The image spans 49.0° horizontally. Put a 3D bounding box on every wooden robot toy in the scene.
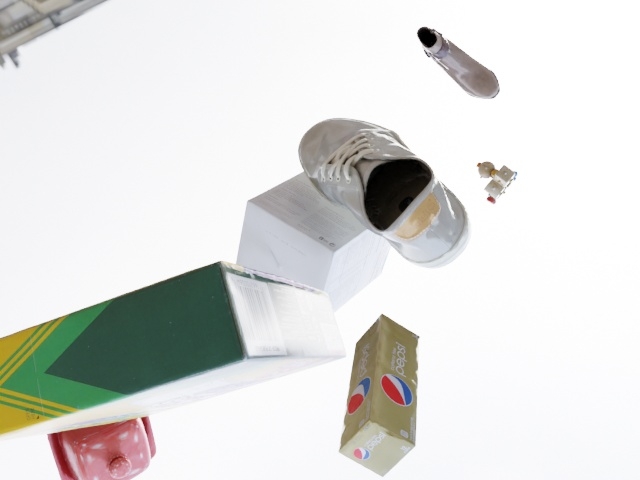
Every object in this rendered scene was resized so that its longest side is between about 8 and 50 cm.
[{"bbox_3d":[0.334,-0.122,1.381,0.079,0.173,0.076,39,-82,12],"label":"wooden robot toy"}]

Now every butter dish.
[{"bbox_3d":[-0.334,0.337,1.118,0.160,0.159,0.118,-19,-157,-27],"label":"butter dish"}]

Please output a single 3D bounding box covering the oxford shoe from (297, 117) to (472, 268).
[{"bbox_3d":[0.077,-0.113,1.151,0.169,0.130,0.449,-49,-140,6],"label":"oxford shoe"}]

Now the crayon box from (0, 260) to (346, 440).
[{"bbox_3d":[-0.170,0.139,0.832,0.313,0.363,0.106,-20,-104,13],"label":"crayon box"}]

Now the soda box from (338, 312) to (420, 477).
[{"bbox_3d":[0.069,0.164,0.775,0.061,0.058,0.181,-53,-169,30],"label":"soda box"}]

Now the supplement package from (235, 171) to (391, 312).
[{"bbox_3d":[0.000,0.000,1.366,0.199,0.198,0.263,31,-142,22],"label":"supplement package"}]

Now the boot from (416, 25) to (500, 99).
[{"bbox_3d":[0.169,-0.227,0.889,0.042,0.087,0.118,-52,-140,13],"label":"boot"}]
